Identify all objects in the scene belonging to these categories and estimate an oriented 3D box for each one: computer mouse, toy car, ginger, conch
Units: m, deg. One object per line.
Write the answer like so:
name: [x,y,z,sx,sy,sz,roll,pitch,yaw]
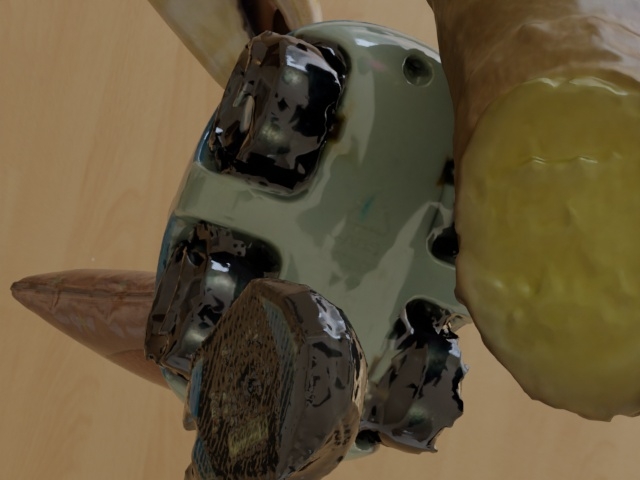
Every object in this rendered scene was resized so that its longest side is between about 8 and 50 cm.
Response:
computer mouse: [-0.017,0.064,0.502,0.047,0.135,0.079,9,61,-30]
toy car: [0.000,0.000,0.756,0.188,0.190,0.255,18,91,-16]
ginger: [0.118,-0.068,0.609,0.126,0.354,0.190,-16,134,21]
conch: [-0.066,-0.215,1.075,0.158,0.127,0.255,-15,122,28]

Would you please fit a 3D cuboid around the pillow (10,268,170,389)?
pillow: [-0.117,0.086,1.103,0.236,0.223,0.084,35,67,-44]
